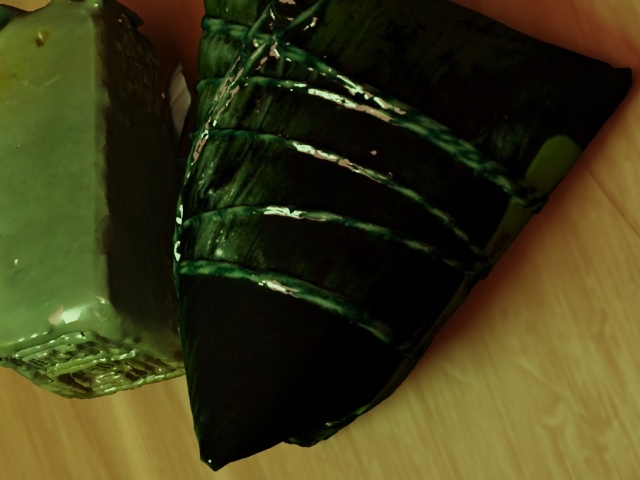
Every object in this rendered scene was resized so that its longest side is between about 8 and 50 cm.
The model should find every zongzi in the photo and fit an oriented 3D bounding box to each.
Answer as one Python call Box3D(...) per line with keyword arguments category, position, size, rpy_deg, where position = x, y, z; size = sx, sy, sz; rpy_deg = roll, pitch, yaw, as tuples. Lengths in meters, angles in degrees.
Box3D(category="zongzi", position=(0.000, 0.000, 1.284), size=(0.319, 0.362, 0.383), rpy_deg=(20, 101, 5))

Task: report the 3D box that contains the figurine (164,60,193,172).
Box3D(category="figurine", position=(-0.079, -0.090, 1.456), size=(0.082, 0.094, 0.086), rpy_deg=(1, 91, -4))

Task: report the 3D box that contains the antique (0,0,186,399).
Box3D(category="antique", position=(-0.174, -0.043, 1.398), size=(0.125, 0.150, 0.284), rpy_deg=(-16, 69, 21))
